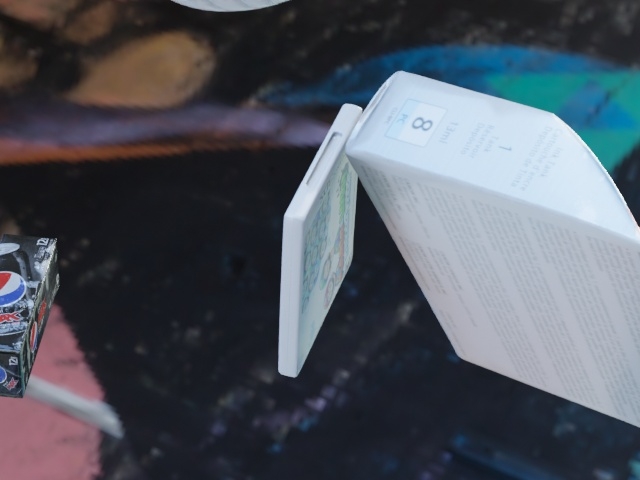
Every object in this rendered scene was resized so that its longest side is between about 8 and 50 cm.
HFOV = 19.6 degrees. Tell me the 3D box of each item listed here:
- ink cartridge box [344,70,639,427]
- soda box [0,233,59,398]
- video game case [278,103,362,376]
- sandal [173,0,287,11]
[{"bbox_3d":[0.235,0.036,1.375,0.091,0.385,0.308,-58,-35,-21],"label":"ink cartridge box"},{"bbox_3d":[-0.282,0.067,1.696,0.169,0.053,0.060,-83,-4,-52],"label":"soda box"},{"bbox_3d":[0.000,0.000,1.385,0.143,0.019,0.157,-64,-17,-47],"label":"video game case"},{"bbox_3d":[-0.007,-0.332,1.655,0.169,0.416,0.102,52,-141,-17],"label":"sandal"}]
